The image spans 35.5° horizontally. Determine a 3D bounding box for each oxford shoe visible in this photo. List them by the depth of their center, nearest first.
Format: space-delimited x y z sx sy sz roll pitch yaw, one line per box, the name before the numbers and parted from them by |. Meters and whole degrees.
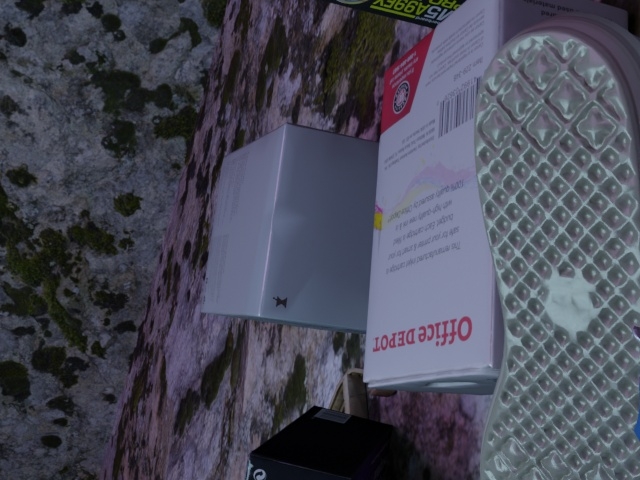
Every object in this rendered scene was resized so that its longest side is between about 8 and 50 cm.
oxford shoe | 0.190 0.080 0.634 0.169 0.130 0.449 9 111 45

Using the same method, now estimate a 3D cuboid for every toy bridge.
toy bridge | 0.041 0.187 1.191 0.188 0.026 0.063 124 150 -50

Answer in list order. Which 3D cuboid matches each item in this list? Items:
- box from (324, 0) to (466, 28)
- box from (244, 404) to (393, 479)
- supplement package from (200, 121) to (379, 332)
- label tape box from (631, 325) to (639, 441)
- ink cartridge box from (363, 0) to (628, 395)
box | 0.098 -0.335 0.974 0.060 0.216 0.270 135 140 -57
box | -0.006 0.284 0.995 0.261 0.103 0.184 -2 -75 -77
supplement package | 0.000 0.000 1.128 0.262 0.198 0.199 172 107 -70
label tape box | 0.158 0.233 0.386 0.249 0.115 0.348 51 -164 -66
ink cartridge box | 0.142 -0.029 0.840 0.226 0.131 0.306 155 121 -67
